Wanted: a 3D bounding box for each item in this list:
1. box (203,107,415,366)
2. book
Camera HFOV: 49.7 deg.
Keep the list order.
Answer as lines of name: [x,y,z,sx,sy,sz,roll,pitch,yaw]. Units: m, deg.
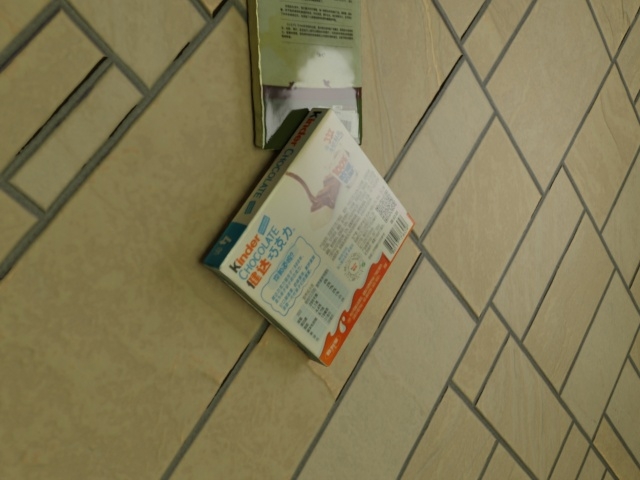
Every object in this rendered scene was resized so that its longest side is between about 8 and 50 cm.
box: [0.000,0.000,0.978,0.273,0.048,0.265,-56,131,-18]
book: [-0.015,-0.273,0.961,0.201,0.026,0.290,-8,100,-41]
